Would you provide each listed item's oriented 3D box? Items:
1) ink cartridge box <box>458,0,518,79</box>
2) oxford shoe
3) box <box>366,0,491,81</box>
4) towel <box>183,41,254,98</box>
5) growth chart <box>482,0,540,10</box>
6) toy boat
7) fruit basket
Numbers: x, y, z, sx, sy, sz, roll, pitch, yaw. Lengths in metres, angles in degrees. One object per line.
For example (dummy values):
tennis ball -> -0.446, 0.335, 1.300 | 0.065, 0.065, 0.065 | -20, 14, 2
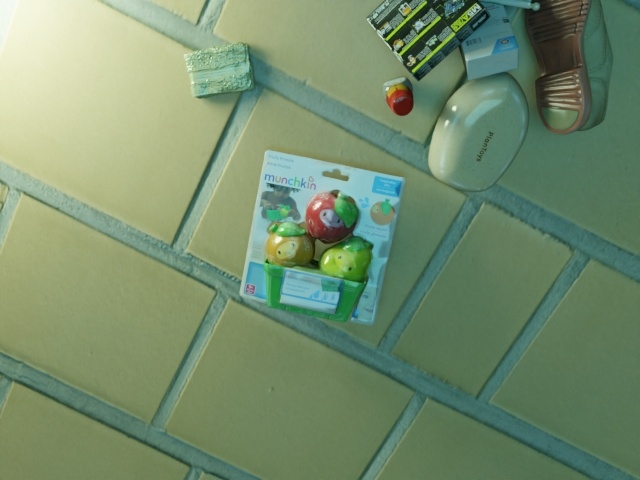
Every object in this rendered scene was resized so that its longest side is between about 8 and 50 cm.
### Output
ink cartridge box -> 0.333, -0.423, 1.441 | 0.104, 0.180, 0.060 | -12, 147, 9
oxford shoe -> 0.518, -0.420, 1.440 | 0.146, 0.140, 0.397 | -10, 102, -37
box -> 0.214, -0.453, 1.428 | 0.190, 0.045, 0.184 | -41, 66, 16
towel -> -0.223, -0.375, 1.554 | 0.148, 0.027, 0.110 | -7, 108, 7
growth chart -> 0.410, -0.574, 1.390 | 0.171, 0.021, 0.237 | 24, 104, 22
toy boat -> 0.281, -0.261, 1.503 | 0.318, 0.148, 0.268 | 22, 115, -11
fruit basket -> 0.000, 0.000, 1.596 | 0.326, 0.165, 0.353 | 12, 107, 1
